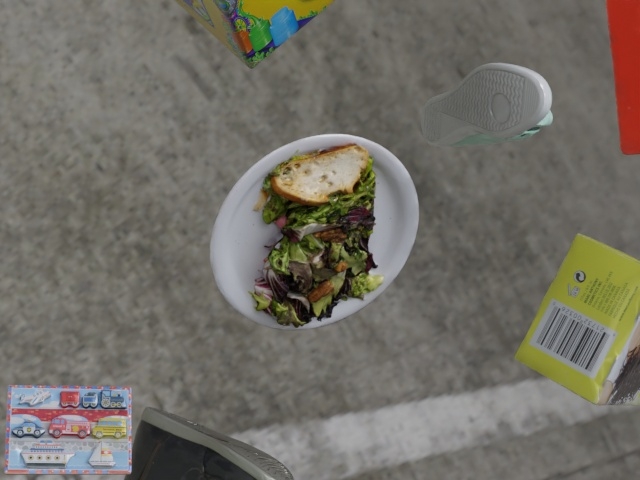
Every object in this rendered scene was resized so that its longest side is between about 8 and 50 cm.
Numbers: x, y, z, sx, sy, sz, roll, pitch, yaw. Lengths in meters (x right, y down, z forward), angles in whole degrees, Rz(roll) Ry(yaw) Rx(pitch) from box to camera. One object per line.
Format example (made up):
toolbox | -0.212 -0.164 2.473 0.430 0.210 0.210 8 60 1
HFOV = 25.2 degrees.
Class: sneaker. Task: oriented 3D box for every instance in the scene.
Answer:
sneaker | 0.253 -0.176 1.828 0.151 0.256 0.094 -8 90 -26
sneaker | -0.128 0.275 1.591 0.083 0.222 0.118 22 87 -51

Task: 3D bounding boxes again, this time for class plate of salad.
plate of salad | 0.000 0.000 1.274 0.199 0.200 0.048 29 14 -34

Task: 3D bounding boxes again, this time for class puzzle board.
puzzle board | -0.259 0.194 1.474 0.128 0.011 0.096 2 60 -12

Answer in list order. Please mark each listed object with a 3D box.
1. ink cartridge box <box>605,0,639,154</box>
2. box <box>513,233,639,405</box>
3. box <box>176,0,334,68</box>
ink cartridge box | 0.249 -0.132 0.651 0.066 0.232 0.189 -75 157 -72
box | 0.194 0.055 0.895 0.058 0.087 0.232 28 7 24
box | -0.037 -0.355 1.199 0.177 0.290 0.279 44 -10 28
